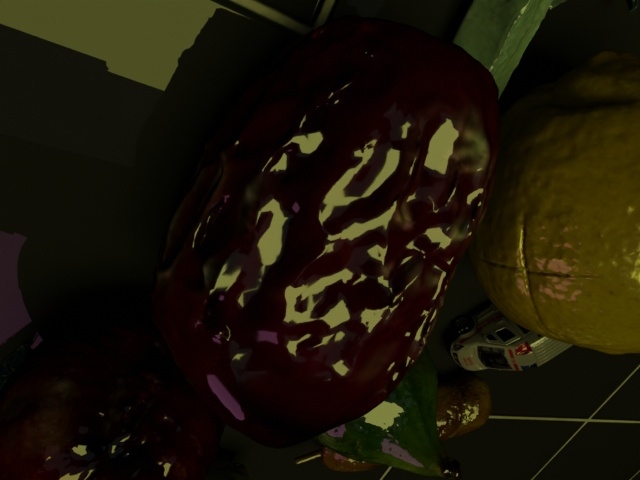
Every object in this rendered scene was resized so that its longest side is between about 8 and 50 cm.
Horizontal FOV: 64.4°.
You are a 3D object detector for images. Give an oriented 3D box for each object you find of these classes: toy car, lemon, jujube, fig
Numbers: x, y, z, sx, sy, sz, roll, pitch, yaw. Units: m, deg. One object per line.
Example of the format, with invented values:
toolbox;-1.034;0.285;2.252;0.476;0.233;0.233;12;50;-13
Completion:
toy car;0.299;0.140;0.767;0.210;0.108;0.089;-31;130;1
lemon;0.292;-0.032;0.533;0.297;0.297;0.297;-12;127;-16
jujube;0.000;0.000;0.460;0.258;0.258;0.376;19;100;-33
fig;-0.202;0.190;0.521;0.224;0.224;0.263;-19;146;-10
fig;0.069;0.208;0.636;0.203;0.235;0.203;-15;131;-17

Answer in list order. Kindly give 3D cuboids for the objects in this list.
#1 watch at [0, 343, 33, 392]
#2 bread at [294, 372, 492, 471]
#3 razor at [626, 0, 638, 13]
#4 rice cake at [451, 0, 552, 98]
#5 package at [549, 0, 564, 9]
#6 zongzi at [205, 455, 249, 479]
watch;-0.471;0.143;0.462;0.274;0.068;0.276;-39;129;6
bread;0.125;0.311;0.830;0.344;0.084;0.124;-16;128;-12
razor;0.258;-0.288;0.481;0.190;0.033;0.066;16;83;-40
rice cake;0.134;-0.116;0.536;0.063;0.066;0.336;-5;128;-45
package;0.233;-0.287;0.495;0.037;0.015;0.110;-25;128;1
zongzi;-0.248;0.393;0.723;0.256;0.115;0.228;23;108;-23
